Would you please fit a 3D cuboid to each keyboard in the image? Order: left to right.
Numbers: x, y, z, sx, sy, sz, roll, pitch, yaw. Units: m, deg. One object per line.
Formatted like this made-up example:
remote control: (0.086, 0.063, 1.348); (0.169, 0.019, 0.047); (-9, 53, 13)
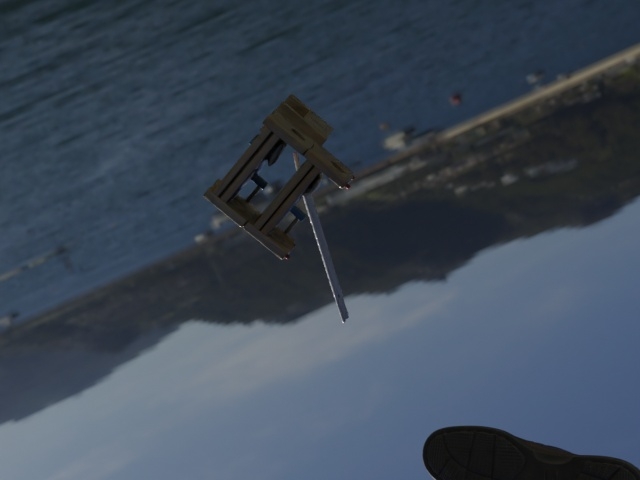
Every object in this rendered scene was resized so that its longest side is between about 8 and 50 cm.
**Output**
keyboard: (0.000, 0.000, 1.675); (0.014, 0.256, 0.072); (-18, -139, -2)

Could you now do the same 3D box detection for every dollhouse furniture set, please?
dollhouse furniture set: (-0.040, -0.083, 1.586); (0.129, 0.129, 0.183); (-49, -176, 16)

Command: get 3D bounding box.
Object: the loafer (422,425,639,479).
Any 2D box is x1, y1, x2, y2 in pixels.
loafer: (0.291, 0.323, 1.722); (0.303, 0.109, 0.095); (8, 170, 19)
